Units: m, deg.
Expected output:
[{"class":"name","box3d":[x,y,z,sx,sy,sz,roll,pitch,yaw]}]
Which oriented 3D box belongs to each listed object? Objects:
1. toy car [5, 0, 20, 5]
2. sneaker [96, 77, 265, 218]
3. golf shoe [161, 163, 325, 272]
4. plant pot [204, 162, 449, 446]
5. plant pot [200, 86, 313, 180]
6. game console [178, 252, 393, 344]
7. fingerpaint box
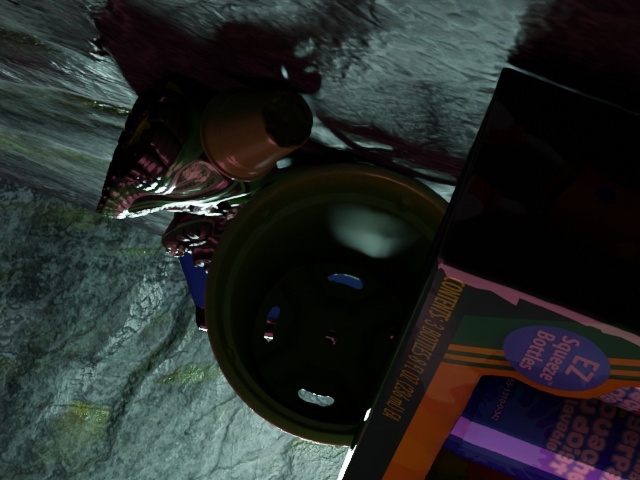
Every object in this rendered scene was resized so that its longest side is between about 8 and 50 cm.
[{"class":"toy car","box3d":[-0.305,-0.184,1.098,0.155,0.149,0.188,9,-176,11]},{"class":"sneaker","box3d":[-0.141,-0.069,1.555,0.146,0.134,0.343,22,174,-14]},{"class":"golf shoe","box3d":[-0.072,-0.055,1.659,0.273,0.120,0.105,-16,143,42]},{"class":"plant pot","box3d":[0.019,0.085,1.543,0.276,0.276,0.254,21,167,1]},{"class":"plant pot","box3d":[-0.047,-0.097,1.277,0.083,0.083,0.079,24,162,-29]},{"class":"game console","box3d":[-0.008,0.036,1.892,0.293,0.173,0.250,7,-156,13]},{"class":"fingerpaint box","box3d":[0.227,0.126,1.057,0.371,0.163,0.445,21,149,2]}]
